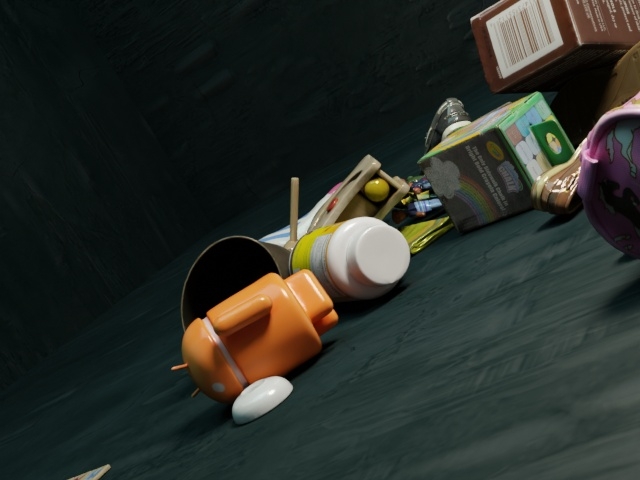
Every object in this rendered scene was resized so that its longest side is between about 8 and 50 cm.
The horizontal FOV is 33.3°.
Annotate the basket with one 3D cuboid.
[{"bbox_3d":[-0.109,0.081,1.678,0.154,0.204,0.227,15,8,9],"label":"basket"}]

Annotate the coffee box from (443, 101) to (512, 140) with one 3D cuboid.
[{"bbox_3d":[0.287,-0.149,1.802,0.141,0.098,0.246,-30,7,14],"label":"coffee box"}]

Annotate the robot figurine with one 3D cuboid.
[{"bbox_3d":[-0.086,0.129,1.394,0.219,0.128,0.158,-31,10,-7],"label":"robot figurine"}]

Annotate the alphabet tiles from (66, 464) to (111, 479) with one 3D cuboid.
[{"bbox_3d":[-0.419,0.389,1.460,0.237,0.009,0.198,-25,10,36],"label":"alphabet tiles"}]

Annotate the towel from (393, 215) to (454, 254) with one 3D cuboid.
[{"bbox_3d":[0.133,-0.001,1.758,0.102,0.021,0.237,-33,8,-21],"label":"towel"}]

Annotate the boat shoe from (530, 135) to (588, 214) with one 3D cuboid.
[{"bbox_3d":[0.347,-0.086,1.357,0.178,0.064,0.060,-36,39,-21],"label":"boat shoe"}]

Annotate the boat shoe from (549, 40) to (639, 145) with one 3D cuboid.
[{"bbox_3d":[0.467,-0.222,1.629,0.098,0.109,0.302,6,-24,-30],"label":"boat shoe"}]

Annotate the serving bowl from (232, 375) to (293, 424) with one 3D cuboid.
[{"bbox_3d":[-0.076,0.191,1.316,0.083,0.027,0.083,-31,8,5],"label":"serving bowl"}]

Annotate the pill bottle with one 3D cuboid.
[{"bbox_3d":[0.043,0.030,1.545,0.117,0.117,0.215,-35,9,-23],"label":"pill bottle"}]

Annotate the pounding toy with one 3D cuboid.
[{"bbox_3d":[0.012,-0.045,1.833,0.269,0.155,0.154,-48,12,24],"label":"pounding toy"}]

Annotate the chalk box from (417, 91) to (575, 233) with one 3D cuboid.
[{"bbox_3d":[0.275,-0.118,1.538,0.213,0.132,0.132,-21,13,47],"label":"chalk box"}]

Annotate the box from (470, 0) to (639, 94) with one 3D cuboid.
[{"bbox_3d":[0.448,-0.334,1.720,0.381,0.143,0.191,-6,-13,-39],"label":"box"}]

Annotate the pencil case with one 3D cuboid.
[{"bbox_3d":[0.396,-0.125,1.016,0.386,0.160,0.167,-38,11,-38],"label":"pencil case"}]

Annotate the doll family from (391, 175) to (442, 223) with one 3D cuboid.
[{"bbox_3d":[0.172,-0.078,1.881,0.111,0.076,0.193,-13,5,3],"label":"doll family"}]

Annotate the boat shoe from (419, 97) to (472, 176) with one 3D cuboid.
[{"bbox_3d":[0.234,-0.178,2.035,0.084,0.079,0.233,-15,-26,-17],"label":"boat shoe"}]

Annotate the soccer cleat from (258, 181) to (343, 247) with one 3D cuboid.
[{"bbox_3d":[0.000,0.000,2.018,0.331,0.116,0.143,-33,23,4],"label":"soccer cleat"}]
